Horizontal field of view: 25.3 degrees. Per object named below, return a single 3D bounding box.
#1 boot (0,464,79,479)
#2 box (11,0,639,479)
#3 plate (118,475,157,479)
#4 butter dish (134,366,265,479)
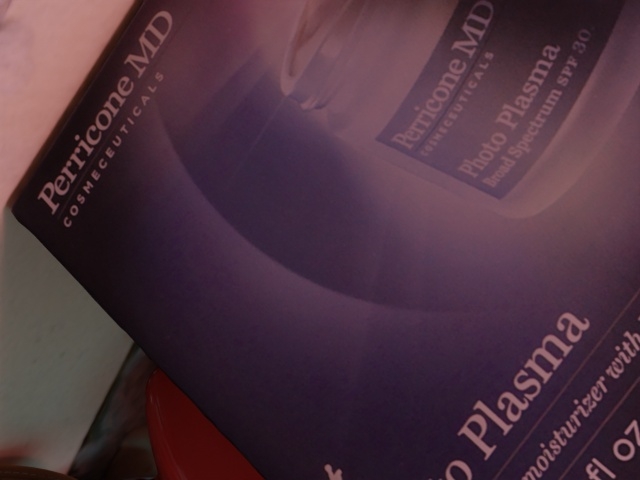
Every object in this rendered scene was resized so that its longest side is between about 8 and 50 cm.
[{"bbox_3d":[-0.201,0.194,0.702,0.197,0.073,0.152,-11,135,-33],"label":"boot"},{"bbox_3d":[0.081,-0.032,0.572,0.296,0.294,0.183,-55,150,13],"label":"box"},{"bbox_3d":[-0.155,0.202,0.828,0.188,0.024,0.188,-35,150,-25],"label":"plate"},{"bbox_3d":[-0.048,0.124,0.777,0.118,0.160,0.160,-25,151,2],"label":"butter dish"}]
